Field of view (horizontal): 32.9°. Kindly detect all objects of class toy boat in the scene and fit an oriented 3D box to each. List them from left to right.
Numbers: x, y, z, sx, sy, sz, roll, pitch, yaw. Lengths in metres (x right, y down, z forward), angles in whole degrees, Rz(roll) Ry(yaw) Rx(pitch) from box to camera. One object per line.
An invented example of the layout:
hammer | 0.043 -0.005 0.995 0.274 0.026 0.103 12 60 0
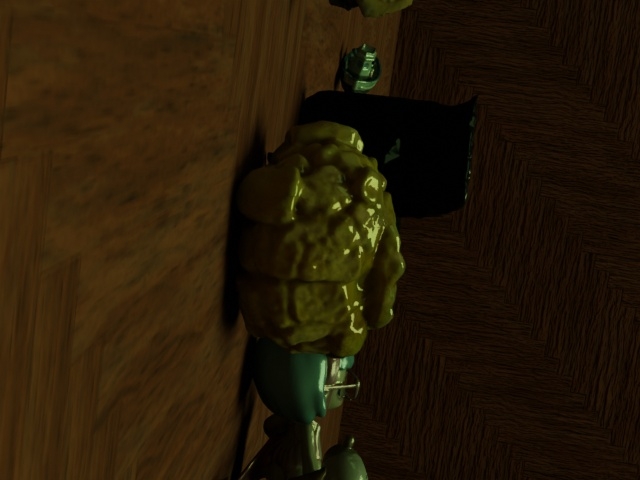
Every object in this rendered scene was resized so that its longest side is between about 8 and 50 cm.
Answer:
toy boat | 0.060 -0.252 1.557 0.140 0.059 0.066 -70 180 -60

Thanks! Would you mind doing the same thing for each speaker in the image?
speaker | 0.059 -0.014 1.252 0.388 0.184 0.180 92 8 -62

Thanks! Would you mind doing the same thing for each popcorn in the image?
popcorn | 0.000 -0.001 0.892 0.163 0.140 0.194 103 -6 -85

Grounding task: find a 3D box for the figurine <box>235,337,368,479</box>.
figurine | -0.025 0.205 1.064 0.205 0.103 0.260 -140 -120 -66

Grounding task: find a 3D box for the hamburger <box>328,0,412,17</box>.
hamburger | 0.056 -0.320 0.963 0.155 0.136 0.207 -79 173 -47

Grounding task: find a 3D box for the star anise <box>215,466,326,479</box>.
star anise | -0.057 0.297 0.916 0.212 0.111 0.196 -54 148 -62
